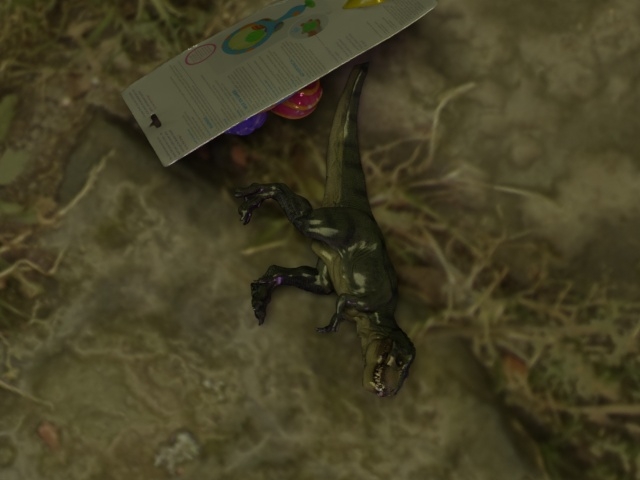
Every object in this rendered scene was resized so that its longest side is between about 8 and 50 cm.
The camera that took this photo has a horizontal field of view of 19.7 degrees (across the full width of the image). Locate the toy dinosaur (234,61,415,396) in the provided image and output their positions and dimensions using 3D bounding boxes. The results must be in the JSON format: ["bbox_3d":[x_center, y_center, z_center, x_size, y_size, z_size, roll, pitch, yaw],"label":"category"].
[{"bbox_3d":[0.000,0.000,1.408,0.118,0.064,0.268,-9,73,2],"label":"toy dinosaur"}]

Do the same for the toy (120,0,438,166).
[{"bbox_3d":[-0.027,-0.132,1.424,0.237,0.056,0.137,-33,34,-2],"label":"toy"}]
